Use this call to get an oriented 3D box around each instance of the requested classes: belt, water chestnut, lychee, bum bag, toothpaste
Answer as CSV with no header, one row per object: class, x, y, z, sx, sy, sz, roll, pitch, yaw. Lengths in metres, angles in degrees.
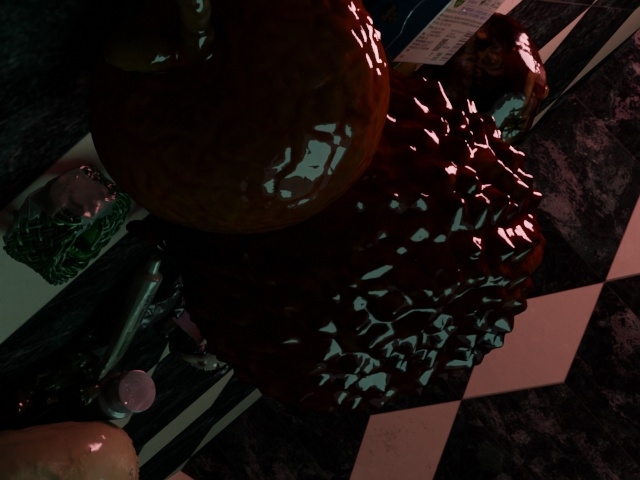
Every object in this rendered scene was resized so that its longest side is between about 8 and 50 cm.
belt,-0.259,-0.021,0.951,0.121,0.079,0.151,-53,178,9
water chestnut,0.230,-0.237,1.452,0.224,0.238,0.223,17,90,-86
lychee,0.009,-0.002,1.119,0.500,0.424,0.424,-3,179,16
bum bag,-0.283,0.122,1.461,0.198,0.049,0.087,-24,167,-29
toothpaste,-0.374,0.264,1.545,0.299,0.073,0.114,-21,-170,46
lychee,-0.066,-0.119,0.778,0.255,0.255,0.300,-43,166,10
toothpaste,-0.277,0.112,1.381,0.218,0.041,0.064,-63,175,25

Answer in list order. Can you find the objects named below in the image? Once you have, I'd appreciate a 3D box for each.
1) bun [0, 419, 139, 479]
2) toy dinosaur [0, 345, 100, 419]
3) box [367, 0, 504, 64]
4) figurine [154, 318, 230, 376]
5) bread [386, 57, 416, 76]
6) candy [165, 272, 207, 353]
bun,-0.449,0.401,1.433,0.362,0.234,0.326,-22,157,9
toy dinosaur,-0.414,0.202,1.449,0.187,0.087,0.179,-13,-168,-36
box,0.151,-0.299,1.220,0.139,0.073,0.194,-45,168,25
figurine,-0.216,0.174,1.769,0.145,0.145,0.222,-39,158,-8
bread,0.096,-0.243,1.357,0.090,0.035,0.094,-41,169,2
candy,-0.127,0.068,1.620,0.265,0.116,0.155,-28,162,-48
